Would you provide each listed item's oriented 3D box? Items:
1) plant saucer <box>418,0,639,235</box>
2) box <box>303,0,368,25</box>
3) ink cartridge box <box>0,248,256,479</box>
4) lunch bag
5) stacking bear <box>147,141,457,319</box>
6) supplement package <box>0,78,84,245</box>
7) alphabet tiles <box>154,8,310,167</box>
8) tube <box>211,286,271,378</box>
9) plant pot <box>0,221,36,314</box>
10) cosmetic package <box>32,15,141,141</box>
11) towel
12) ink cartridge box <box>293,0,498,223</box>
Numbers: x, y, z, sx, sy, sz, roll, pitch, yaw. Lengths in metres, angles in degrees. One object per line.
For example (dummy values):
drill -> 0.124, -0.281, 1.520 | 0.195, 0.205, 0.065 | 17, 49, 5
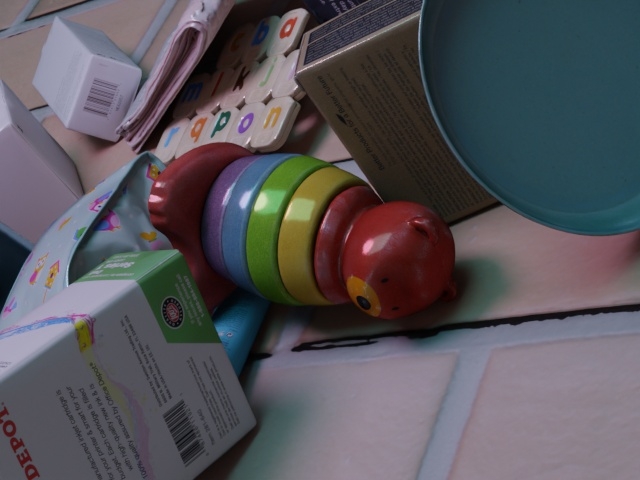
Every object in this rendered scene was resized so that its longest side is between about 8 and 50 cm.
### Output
plant saucer -> 0.226, -0.155, 1.363 | 0.317, 0.317, 0.044 | -54, 9, -23
box -> 0.185, -0.554, 1.896 | 0.472, 0.297, 0.480 | -17, 37, 27
ink cartridge box -> -0.219, 0.162, 1.397 | 0.117, 0.201, 0.278 | -3, 26, 46
lunch bag -> -0.249, 0.064, 1.630 | 0.223, 0.160, 0.262 | -33, 22, 43
stacking bear -> 0.000, 0.000, 1.489 | 0.289, 0.175, 0.164 | 14, 45, 34
supplement package -> -0.489, -0.046, 2.030 | 0.293, 0.175, 0.177 | -36, 31, 3
alphabet tiles -> -0.110, -0.163, 1.890 | 0.284, 0.021, 0.278 | -5, 58, 53
tube -> -0.088, 0.081, 1.597 | 0.080, 0.052, 0.207 | -8, 37, 26
plant pot -> -0.514, 0.096, 1.804 | 0.252, 0.247, 0.248 | -44, 13, 47
cosmetic package -> -0.342, -0.237, 2.174 | 0.117, 0.085, 0.231 | -67, 28, 14
towel -> -0.153, -0.313, 2.015 | 0.317, 0.053, 0.332 | -46, 16, 53
ink cartridge box -> 0.116, -0.138, 1.489 | 0.193, 0.234, 0.088 | -22, 34, 23
